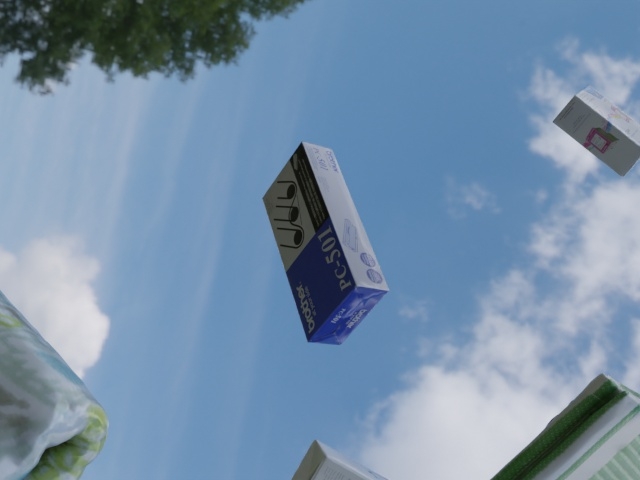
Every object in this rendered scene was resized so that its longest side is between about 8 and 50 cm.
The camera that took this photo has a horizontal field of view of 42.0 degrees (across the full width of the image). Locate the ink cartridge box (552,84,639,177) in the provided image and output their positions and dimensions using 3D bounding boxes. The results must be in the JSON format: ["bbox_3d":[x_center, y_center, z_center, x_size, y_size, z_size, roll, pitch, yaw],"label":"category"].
[{"bbox_3d":[0.393,-0.152,1.148,0.122,0.088,0.052,43,-56,10],"label":"ink cartridge box"}]

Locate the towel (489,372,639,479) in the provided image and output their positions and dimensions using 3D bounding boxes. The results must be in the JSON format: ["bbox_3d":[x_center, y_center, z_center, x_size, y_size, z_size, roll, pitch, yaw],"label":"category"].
[{"bbox_3d":[0.232,0.238,0.700,0.248,0.325,0.038,-48,-137,14],"label":"towel"}]

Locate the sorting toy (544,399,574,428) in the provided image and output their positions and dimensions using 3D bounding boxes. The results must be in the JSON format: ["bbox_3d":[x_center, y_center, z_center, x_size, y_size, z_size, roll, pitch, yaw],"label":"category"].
[{"bbox_3d":[0.321,0.236,1.046,0.061,0.042,0.102,-52,177,-24],"label":"sorting toy"}]

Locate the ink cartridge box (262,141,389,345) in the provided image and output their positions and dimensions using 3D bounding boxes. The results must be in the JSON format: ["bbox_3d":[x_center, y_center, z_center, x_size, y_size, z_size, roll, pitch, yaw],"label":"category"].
[{"bbox_3d":[0.000,0.000,0.898,0.097,0.046,0.207,-52,-137,36],"label":"ink cartridge box"}]

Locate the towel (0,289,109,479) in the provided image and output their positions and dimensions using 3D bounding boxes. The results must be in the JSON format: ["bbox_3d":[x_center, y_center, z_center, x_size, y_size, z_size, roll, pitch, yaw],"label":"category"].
[{"bbox_3d":[-0.347,0.131,0.458,0.320,0.374,0.090,37,-23,30],"label":"towel"}]

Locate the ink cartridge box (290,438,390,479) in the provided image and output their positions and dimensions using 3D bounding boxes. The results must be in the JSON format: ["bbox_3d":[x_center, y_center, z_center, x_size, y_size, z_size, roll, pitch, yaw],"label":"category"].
[{"bbox_3d":[0.053,0.316,0.894,0.115,0.198,0.067,-59,-169,-4],"label":"ink cartridge box"}]
